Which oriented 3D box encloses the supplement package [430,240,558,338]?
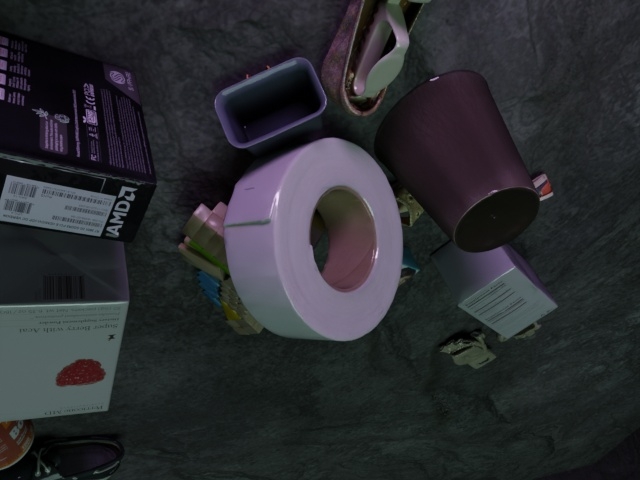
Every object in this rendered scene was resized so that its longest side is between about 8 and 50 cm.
[{"bbox_3d":[0.362,0.085,1.226,0.134,0.139,0.244,-39,137,19],"label":"supplement package"}]

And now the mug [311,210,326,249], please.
[{"bbox_3d":[-0.018,-0.033,0.980,0.078,0.064,0.062,-57,174,-16],"label":"mug"}]

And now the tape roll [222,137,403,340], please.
[{"bbox_3d":[0.000,0.000,0.848,0.100,0.286,0.286,-4,157,42],"label":"tape roll"}]

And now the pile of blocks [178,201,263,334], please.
[{"bbox_3d":[-0.137,0.030,0.985,0.113,0.148,0.362,-55,164,-29],"label":"pile of blocks"}]

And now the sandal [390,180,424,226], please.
[{"bbox_3d":[0.129,-0.051,1.010,0.239,0.079,0.088,-13,140,-11],"label":"sandal"}]

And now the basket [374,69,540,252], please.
[{"bbox_3d":[0.207,-0.108,0.864,0.204,0.227,0.154,-38,138,18],"label":"basket"}]

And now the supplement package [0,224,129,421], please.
[{"bbox_3d":[-0.399,0.118,0.887,0.177,0.175,0.293,0,136,-26],"label":"supplement package"}]

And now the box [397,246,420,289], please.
[{"bbox_3d":[0.073,0.100,1.173,0.100,0.060,0.244,20,126,-40],"label":"box"}]

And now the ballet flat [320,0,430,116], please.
[{"bbox_3d":[0.090,-0.283,0.705,0.107,0.106,0.316,-2,137,-23],"label":"ballet flat"}]

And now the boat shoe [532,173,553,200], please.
[{"bbox_3d":[0.369,-0.081,1.116,0.137,0.049,0.043,-22,99,5],"label":"boat shoe"}]

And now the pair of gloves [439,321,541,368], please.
[{"bbox_3d":[0.445,0.247,1.528,0.240,0.042,0.204,-40,141,24],"label":"pair of gloves"}]

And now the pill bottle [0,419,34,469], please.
[{"bbox_3d":[-0.608,0.319,1.065,0.121,0.121,0.216,-10,140,-13],"label":"pill bottle"}]

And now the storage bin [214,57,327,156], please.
[{"bbox_3d":[-0.061,-0.172,0.787,0.135,0.098,0.091,-24,169,2],"label":"storage bin"}]

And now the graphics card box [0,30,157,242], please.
[{"bbox_3d":[-0.362,-0.130,0.576,0.370,0.233,0.094,9,128,-33],"label":"graphics card box"}]

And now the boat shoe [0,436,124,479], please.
[{"bbox_3d":[-0.580,0.482,1.283,0.302,0.114,0.091,4,137,-45],"label":"boat shoe"}]
